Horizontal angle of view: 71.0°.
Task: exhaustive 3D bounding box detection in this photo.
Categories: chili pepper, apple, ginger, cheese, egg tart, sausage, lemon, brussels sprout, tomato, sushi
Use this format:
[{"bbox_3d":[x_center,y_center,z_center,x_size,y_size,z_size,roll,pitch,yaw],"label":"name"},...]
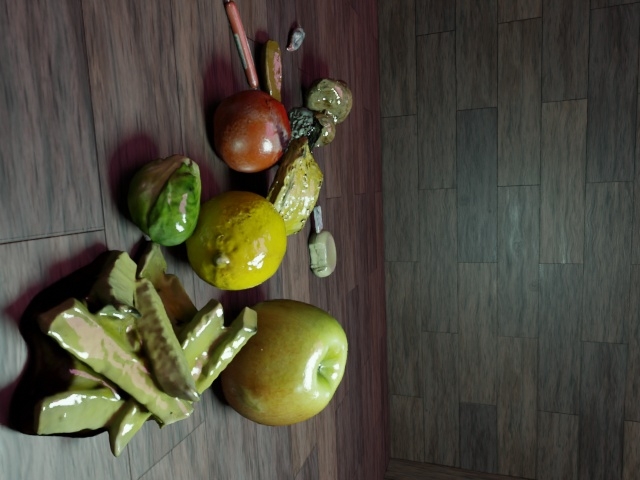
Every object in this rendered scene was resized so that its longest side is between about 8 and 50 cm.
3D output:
[{"bbox_3d":[-0.087,-0.728,1.616,0.050,0.041,0.153,31,49,-17],"label":"chili pepper"},{"bbox_3d":[-0.090,0.324,1.204,0.338,0.305,0.339,2,90,-71],"label":"apple"},{"bbox_3d":[0.033,-0.537,1.783,0.375,0.176,0.256,-63,165,-55],"label":"ginger"},{"bbox_3d":[0.000,0.000,1.804,0.163,0.082,0.286,-48,132,-63],"label":"cheese"},{"bbox_3d":[-0.084,-0.130,1.282,0.341,0.132,0.341,-158,-90,-81],"label":"egg tart"},{"bbox_3d":[-0.217,-0.542,1.257,0.034,0.034,0.253,-67,150,-48],"label":"sausage"},{"bbox_3d":[-0.190,-0.001,1.031,0.263,0.236,0.236,-133,-151,-60],"label":"lemon"},{"bbox_3d":[-0.298,-0.080,0.876,0.145,0.131,0.183,4,90,-76],"label":"brussels sprout"},{"bbox_3d":[-0.170,-0.279,1.158,0.208,0.184,0.208,-1,90,-69],"label":"tomato"},{"bbox_3d":[-0.287,0.176,0.801,0.413,0.211,0.358,-2,89,-70],"label":"ginger"},{"bbox_3d":[-0.089,-0.331,1.487,0.115,0.147,0.212,51,60,-69],"label":"sushi"}]

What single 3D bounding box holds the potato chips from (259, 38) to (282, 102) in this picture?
[{"bbox_3d":[-0.157,-0.518,1.402,0.150,0.049,0.202,-49,134,-67],"label":"potato chips"}]
